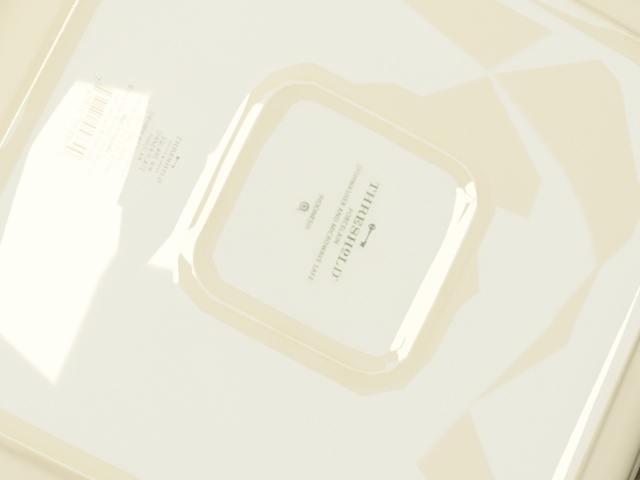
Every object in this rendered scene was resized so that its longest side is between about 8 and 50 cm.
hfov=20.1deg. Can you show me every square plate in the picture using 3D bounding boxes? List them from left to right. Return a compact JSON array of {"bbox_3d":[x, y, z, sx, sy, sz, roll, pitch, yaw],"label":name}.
[{"bbox_3d":[0.000,0.000,0.724,0.344,0.049,0.347,28,78,-9],"label":"square plate"}]
